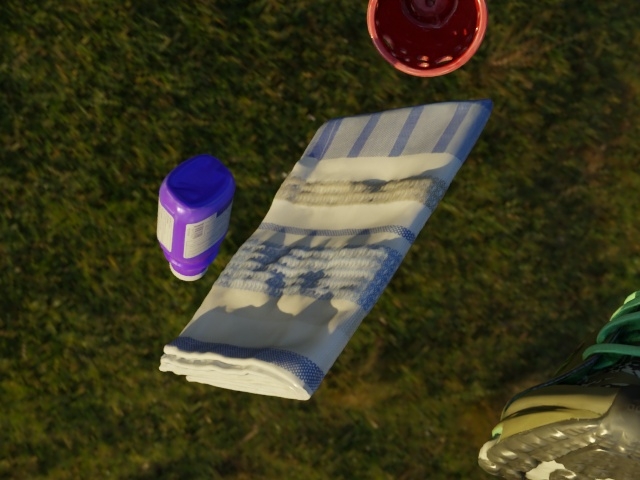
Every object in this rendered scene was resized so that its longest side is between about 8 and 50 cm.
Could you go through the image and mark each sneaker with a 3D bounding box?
[{"bbox_3d":[0.207,0.082,0.765,0.410,0.158,0.182,28,77,-74],"label":"sneaker"}]

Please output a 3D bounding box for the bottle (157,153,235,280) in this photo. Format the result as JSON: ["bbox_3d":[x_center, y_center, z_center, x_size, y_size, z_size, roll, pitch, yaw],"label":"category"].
[{"bbox_3d":[-0.202,-0.025,1.908,0.118,0.092,0.283,-39,165,-24],"label":"bottle"}]

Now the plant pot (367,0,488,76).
[{"bbox_3d":[0.176,-0.380,1.946,0.191,0.174,0.191,3,115,6],"label":"plant pot"}]

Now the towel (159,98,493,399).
[{"bbox_3d":[0.000,0.000,0.951,0.034,0.209,0.285,45,67,-26],"label":"towel"}]
